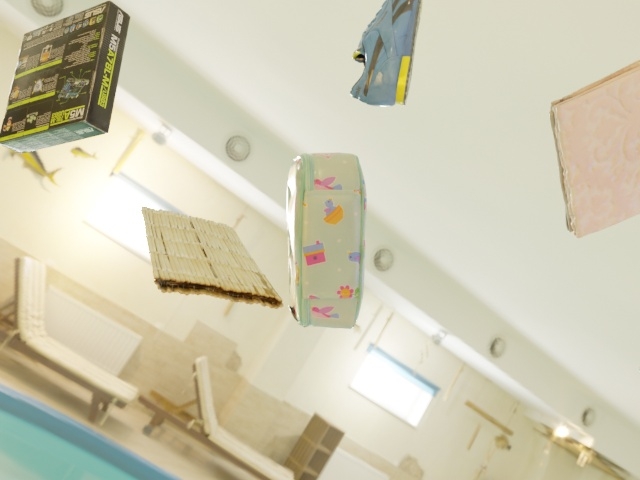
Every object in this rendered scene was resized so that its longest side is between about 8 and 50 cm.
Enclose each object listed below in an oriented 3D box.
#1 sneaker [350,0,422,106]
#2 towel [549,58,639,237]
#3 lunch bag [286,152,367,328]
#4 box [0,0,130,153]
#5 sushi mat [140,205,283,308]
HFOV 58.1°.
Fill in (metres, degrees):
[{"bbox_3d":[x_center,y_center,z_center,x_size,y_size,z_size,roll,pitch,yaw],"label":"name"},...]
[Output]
[{"bbox_3d":[0.086,-0.272,0.734,0.082,0.210,0.069,10,-10,12],"label":"sneaker"},{"bbox_3d":[0.633,-0.197,1.176,0.053,0.316,0.332,-114,180,-59],"label":"towel"},{"bbox_3d":[0.000,0.000,0.929,0.107,0.280,0.224,0,7,-9],"label":"lunch bag"},{"bbox_3d":[-0.359,-0.224,0.805,0.190,0.184,0.045,-5,-16,29],"label":"box"},{"bbox_3d":[-0.157,0.013,0.767,0.151,0.019,0.316,13,12,-23],"label":"sushi mat"}]
